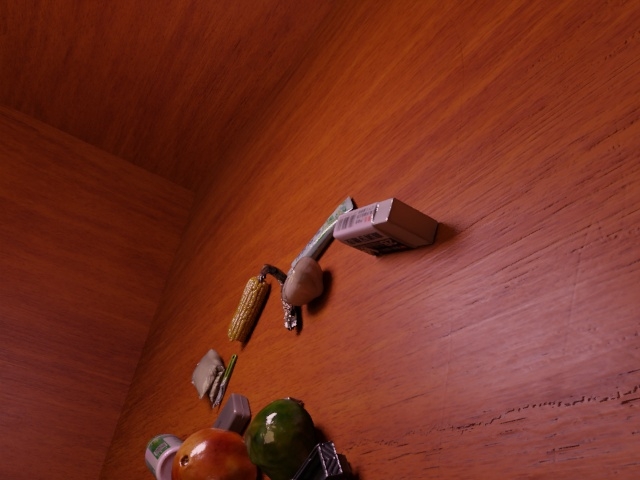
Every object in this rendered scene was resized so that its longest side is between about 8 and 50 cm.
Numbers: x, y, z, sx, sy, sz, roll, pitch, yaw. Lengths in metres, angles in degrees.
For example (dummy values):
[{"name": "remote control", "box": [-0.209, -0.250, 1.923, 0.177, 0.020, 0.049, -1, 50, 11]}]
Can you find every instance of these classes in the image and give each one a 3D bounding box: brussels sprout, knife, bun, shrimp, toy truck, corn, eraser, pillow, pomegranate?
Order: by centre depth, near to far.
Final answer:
[{"name": "toy truck", "box": [-0.013, 0.466, 0.933, 0.192, 0.092, 0.083, -58, 24, 15]}, {"name": "brussels sprout", "box": [-0.081, 0.420, 1.072, 0.181, 0.144, 0.161, -8, 101, 48]}, {"name": "eraser", "box": [0.132, -0.025, 1.084, 0.210, 0.125, 0.067, -15, 53, 61]}, {"name": "pomegranate", "box": [-0.257, 0.562, 1.225, 0.209, 0.209, 0.209, -47, 28, 36]}, {"name": "bun", "box": [-0.034, 0.117, 1.347, 0.138, 0.094, 0.138, -60, -13, -23]}, {"name": "shrimp", "box": [-0.110, 0.147, 1.416, 0.046, 0.152, 0.219, -32, 41, 15]}, {"name": "knife", "box": [-0.313, 0.462, 1.673, 0.022, 0.026, 0.183, 12, 71, 26]}, {"name": "corn", "box": [-0.238, 0.227, 1.684, 0.080, 0.080, 0.238, 15, 83, 67]}, {"name": "pillow", "box": [-0.384, 0.463, 1.752, 0.134, 0.078, 0.181, -64, 24, -1]}]

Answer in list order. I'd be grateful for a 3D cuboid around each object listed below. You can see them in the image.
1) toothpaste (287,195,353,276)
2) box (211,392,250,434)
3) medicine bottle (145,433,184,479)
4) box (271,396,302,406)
[{"name": "toothpaste", "box": [0.000, 0.000, 1.450, 0.296, 0.048, 0.074, -52, 21, 20]}, {"name": "box", "box": [-0.282, 0.564, 1.458, 0.243, 0.055, 0.103, -61, 23, 10]}, {"name": "medicine bottle", "box": [-0.497, 0.715, 1.665, 0.274, 0.134, 0.133, -16, 52, 59]}, {"name": "box", "box": [-0.085, 0.410, 1.206, 0.098, 0.045, 0.062, -34, 38, 52]}]
